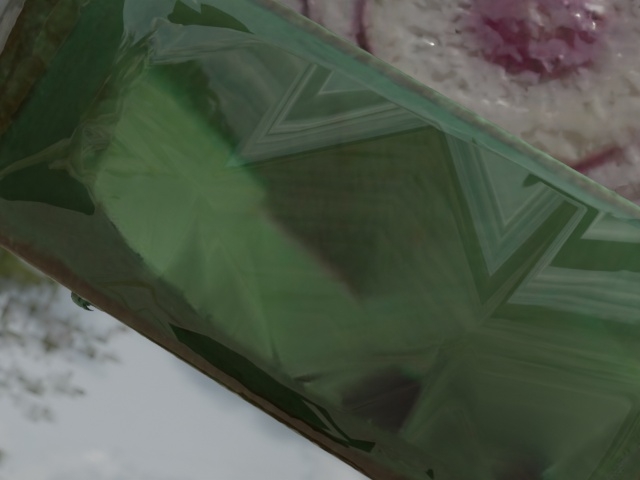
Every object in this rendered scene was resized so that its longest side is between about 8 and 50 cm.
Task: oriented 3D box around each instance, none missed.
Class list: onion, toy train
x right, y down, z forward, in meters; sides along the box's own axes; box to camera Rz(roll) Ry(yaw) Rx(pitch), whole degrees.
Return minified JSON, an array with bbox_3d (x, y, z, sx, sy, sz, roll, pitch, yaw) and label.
[{"bbox_3d":[0.058,-0.081,0.987,0.282,0.337,0.260,4,-11,-12],"label":"onion"},{"bbox_3d":[0.000,0.000,0.665,0.326,0.129,0.159,32,-1,14],"label":"toy train"}]
